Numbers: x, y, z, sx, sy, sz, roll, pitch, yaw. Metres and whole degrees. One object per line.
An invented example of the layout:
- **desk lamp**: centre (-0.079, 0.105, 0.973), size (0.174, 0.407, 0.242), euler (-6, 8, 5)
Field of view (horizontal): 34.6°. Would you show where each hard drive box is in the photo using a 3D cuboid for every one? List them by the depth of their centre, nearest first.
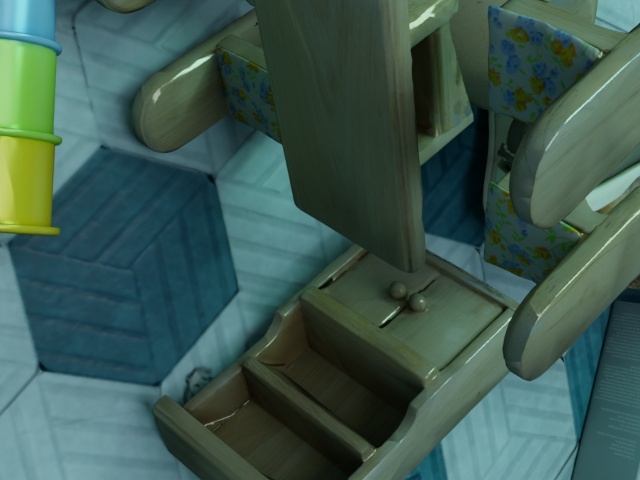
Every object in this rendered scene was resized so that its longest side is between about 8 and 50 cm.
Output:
- **hard drive box**: centre (0.377, 0.200, 1.096), size (0.181, 0.089, 0.232), euler (18, 83, -32)

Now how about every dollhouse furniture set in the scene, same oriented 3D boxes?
- **dollhouse furniture set**: centre (0.000, 0.000, 0.697), size (0.256, 0.362, 0.394), euler (-40, 143, -26)

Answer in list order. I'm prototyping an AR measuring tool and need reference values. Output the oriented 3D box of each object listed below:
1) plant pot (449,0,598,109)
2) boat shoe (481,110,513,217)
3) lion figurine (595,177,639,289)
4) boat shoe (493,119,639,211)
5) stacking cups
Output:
- **plant pot**: centre (0.125, -0.246, 0.835), size (0.256, 0.256, 0.274), euler (-54, 135, -18)
- **boat shoe**: centre (0.197, -0.104, 0.992), size (0.065, 0.075, 0.206), euler (52, 51, -72)
- **lion figurine**: centre (0.383, 0.002, 1.001), size (0.392, 0.142, 0.240), euler (30, 54, -24)
- **boat shoe**: centre (0.239, -0.110, 0.826), size (0.305, 0.109, 0.091), euler (-30, 132, -47)
- **stacking cups**: centre (-0.211, -0.162, 0.700), size (0.096, 0.096, 0.316), euler (7, 87, -33)
